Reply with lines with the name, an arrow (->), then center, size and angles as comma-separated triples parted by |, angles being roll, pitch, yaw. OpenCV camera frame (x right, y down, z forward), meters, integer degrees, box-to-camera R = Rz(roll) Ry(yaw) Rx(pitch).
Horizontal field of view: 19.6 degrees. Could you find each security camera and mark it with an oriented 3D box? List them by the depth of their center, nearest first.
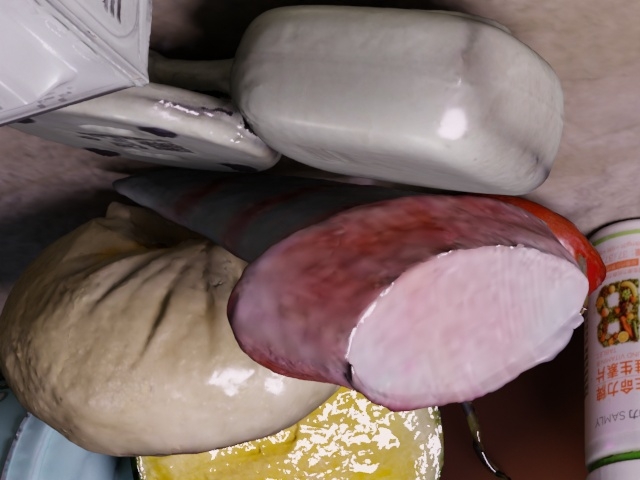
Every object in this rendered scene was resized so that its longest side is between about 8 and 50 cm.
security camera -> -0.030, -0.075, 0.939 | 0.302, 0.080, 0.157 | 4, 173, 26

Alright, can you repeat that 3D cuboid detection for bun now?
bun -> -0.089, 0.040, 1.109 | 0.222, 0.127, 0.222 | -6, -161, 2

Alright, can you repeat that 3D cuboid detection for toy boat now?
toy boat -> 0.000, 0.000, 1.011 | 0.206, 0.096, 0.282 | -19, -155, -33

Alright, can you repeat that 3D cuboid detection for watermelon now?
watermelon -> -0.021, 0.135, 1.271 | 0.232, 0.204, 0.127 | -30, -172, -7

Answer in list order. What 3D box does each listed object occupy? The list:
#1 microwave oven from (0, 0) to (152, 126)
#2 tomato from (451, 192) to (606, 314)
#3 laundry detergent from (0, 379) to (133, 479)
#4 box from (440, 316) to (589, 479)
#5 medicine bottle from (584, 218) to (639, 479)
microwave oven -> -0.183, -0.118, 0.767 | 0.208, 0.162, 0.122 | -13, 151, 24
tomato -> 0.083, 0.024, 1.084 | 0.139, 0.159, 0.091 | -18, 108, 49
laundry detergent -> -0.219, 0.241, 1.391 | 0.305, 0.287, 0.287 | -9, 152, 27
box -> 0.250, 0.193, 1.283 | 0.229, 0.239, 0.339 | 20, 150, -36
medicine bottle -> 0.201, 0.084, 1.112 | 0.086, 0.183, 0.086 | 3, 154, 1
